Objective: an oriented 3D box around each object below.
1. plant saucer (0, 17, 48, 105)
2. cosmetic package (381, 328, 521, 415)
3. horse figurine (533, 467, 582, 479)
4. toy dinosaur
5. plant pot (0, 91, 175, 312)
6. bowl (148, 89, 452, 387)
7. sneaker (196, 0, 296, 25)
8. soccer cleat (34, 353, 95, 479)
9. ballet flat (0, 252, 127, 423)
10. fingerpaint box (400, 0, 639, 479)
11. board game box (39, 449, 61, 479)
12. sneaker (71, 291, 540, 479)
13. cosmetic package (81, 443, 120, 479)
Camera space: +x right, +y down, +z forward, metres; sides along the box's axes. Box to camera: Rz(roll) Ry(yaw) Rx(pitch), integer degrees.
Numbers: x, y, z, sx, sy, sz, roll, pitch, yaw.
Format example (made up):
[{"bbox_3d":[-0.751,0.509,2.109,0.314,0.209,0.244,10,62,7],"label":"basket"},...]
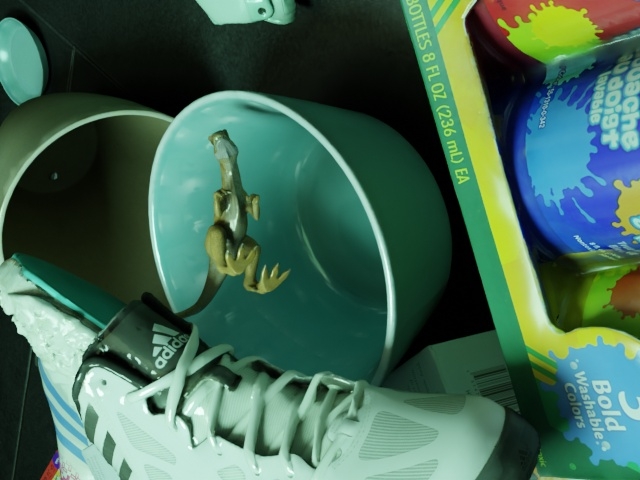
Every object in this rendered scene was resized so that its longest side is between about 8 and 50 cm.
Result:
[{"bbox_3d":[-0.392,-0.236,1.387,0.119,0.021,0.119,21,120,41],"label":"plant saucer"},{"bbox_3d":[0.098,0.177,0.962,0.231,0.086,0.117,-48,56,54],"label":"cosmetic package"},{"bbox_3d":[0.242,0.214,0.865,0.263,0.066,0.174,-39,64,59],"label":"horse figurine"},{"bbox_3d":[-0.081,0.010,0.906,0.112,0.064,0.211,45,126,49],"label":"toy dinosaur"},{"bbox_3d":[-0.271,-0.068,1.193,0.274,0.257,0.256,40,134,51],"label":"plant pot"},{"bbox_3d":[0.000,0.000,0.970,0.312,0.163,0.311,21,121,40],"label":"bowl"},{"bbox_3d":[-0.027,-0.284,0.952,0.256,0.094,0.151,-14,121,34],"label":"sneaker"},{"bbox_3d":[-0.296,0.268,1.426,0.143,0.116,0.331,-15,95,49],"label":"soccer cleat"},{"bbox_3d":[-0.158,0.161,1.062,0.409,0.147,0.147,30,142,-20],"label":"ballet flat"},{"bbox_3d":[0.265,-0.073,0.661,0.371,0.163,0.444,-10,99,48],"label":"fingerpaint box"},{"bbox_3d":[-0.356,0.424,1.608,0.193,0.045,0.146,52,136,17],"label":"board game box"},{"bbox_3d":[-0.059,0.151,0.819,0.257,0.169,0.447,47,141,-14],"label":"sneaker"},{"bbox_3d":[-0.143,0.254,1.210,0.151,0.184,0.151,-36,79,48],"label":"cosmetic package"}]
